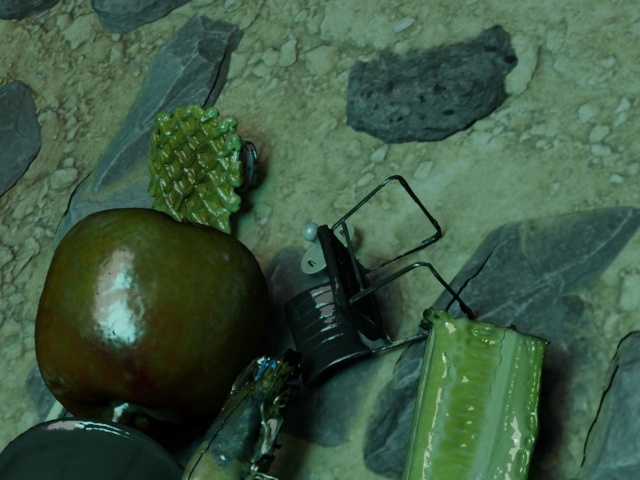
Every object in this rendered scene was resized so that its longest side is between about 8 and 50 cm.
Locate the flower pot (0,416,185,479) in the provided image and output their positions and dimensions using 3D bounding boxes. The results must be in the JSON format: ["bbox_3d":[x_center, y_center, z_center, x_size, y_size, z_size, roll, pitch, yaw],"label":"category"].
[{"bbox_3d":[-0.270,0.337,1.406,0.269,0.166,0.268,3,102,12],"label":"flower pot"}]

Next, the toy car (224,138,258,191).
[{"bbox_3d":[-0.133,-0.107,1.769,0.142,0.055,0.069,12,106,39],"label":"toy car"}]

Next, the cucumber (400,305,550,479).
[{"bbox_3d":[0.143,0.239,1.358,0.145,0.105,0.325,12,64,6],"label":"cucumber"}]

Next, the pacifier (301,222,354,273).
[{"bbox_3d":[0.000,0.000,1.620,0.083,0.064,0.068,-43,31,-1],"label":"pacifier"}]

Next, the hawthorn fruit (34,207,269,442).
[{"bbox_3d":[-0.209,0.114,1.548,0.268,0.268,0.300,4,62,33],"label":"hawthorn fruit"}]

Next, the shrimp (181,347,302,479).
[{"bbox_3d":[-0.030,0.249,1.434,0.222,0.054,0.290,17,54,3],"label":"shrimp"}]

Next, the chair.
[{"bbox_3d":[0.037,0.055,1.509,0.221,0.145,0.140,-27,50,15],"label":"chair"}]

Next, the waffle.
[{"bbox_3d":[-0.167,-0.088,1.739,0.169,0.036,0.183,5,98,40],"label":"waffle"}]

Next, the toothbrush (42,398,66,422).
[{"bbox_3d":[-0.382,0.302,1.672,0.026,0.028,0.294,20,71,15],"label":"toothbrush"}]
